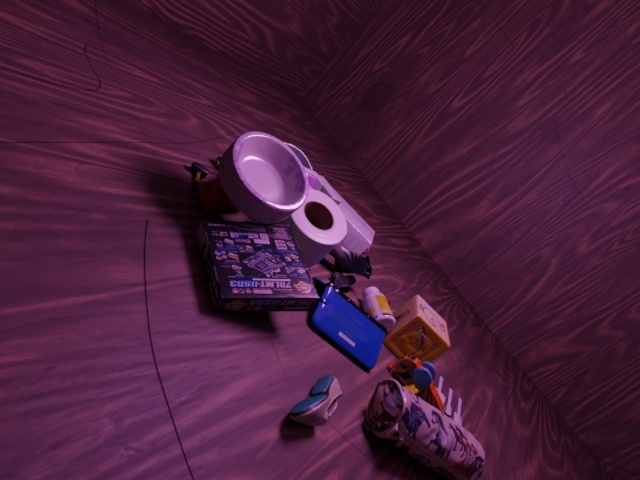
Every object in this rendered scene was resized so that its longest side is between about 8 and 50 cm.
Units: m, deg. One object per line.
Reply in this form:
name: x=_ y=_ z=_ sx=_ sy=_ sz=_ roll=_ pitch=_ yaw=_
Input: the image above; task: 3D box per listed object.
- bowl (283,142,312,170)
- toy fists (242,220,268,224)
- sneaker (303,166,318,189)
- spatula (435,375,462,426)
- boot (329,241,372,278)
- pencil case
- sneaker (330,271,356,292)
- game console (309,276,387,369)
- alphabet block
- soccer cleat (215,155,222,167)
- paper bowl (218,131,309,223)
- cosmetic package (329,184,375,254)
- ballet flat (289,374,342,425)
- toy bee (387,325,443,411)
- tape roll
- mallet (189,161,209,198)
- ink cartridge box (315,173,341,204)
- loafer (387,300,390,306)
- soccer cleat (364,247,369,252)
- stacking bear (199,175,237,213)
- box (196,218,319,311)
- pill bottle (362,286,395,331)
bowl: x=-0.186 y=-0.241 z=1.839 sx=0.289 sy=0.290 sz=0.156 roll=34 pitch=-19 yaw=-32
toy fists: x=-0.162 y=0.045 z=1.487 sx=0.142 sy=0.096 sz=0.279 roll=19 pitch=32 yaw=-53
sneaker: x=-0.133 y=-0.220 z=1.723 sx=0.282 sy=0.161 sz=0.102 roll=18 pitch=-7 yaw=-36
spatula: x=0.527 y=0.650 z=1.856 sx=0.168 sy=0.019 sz=0.242 roll=49 pitch=20 yaw=7
boot: x=0.122 y=0.054 z=1.838 sx=0.083 sy=0.161 sz=0.247 roll=-59 pitch=141 yaw=-33
pencil case: x=0.315 y=0.584 z=1.343 sx=0.410 sy=0.160 sz=0.184 roll=39 pitch=31 yaw=-20
sneaker: x=0.095 y=0.179 z=1.826 sx=0.170 sy=0.051 sz=0.089 roll=19 pitch=34 yaw=-44
game console: x=0.073 y=0.286 z=1.607 sx=0.293 sy=0.173 sz=0.250 roll=40 pitch=52 yaw=-16
alphabet block: x=0.386 y=0.373 z=1.839 sx=0.192 sy=0.193 sz=0.197 roll=43 pitch=20 yaw=-6
soccer cleat: x=-0.337 y=-0.256 z=1.760 sx=0.179 sy=0.060 sz=0.072 roll=49 pitch=7 yaw=7
paper bowl: x=-0.187 y=-0.186 z=1.429 sx=0.284 sy=0.148 sz=0.284 roll=22 pitch=51 yaw=-30
cosmetic package: x=0.071 y=-0.100 z=2.151 sx=0.385 sy=0.156 sz=0.217 roll=45 pitch=20 yaw=-3
ballet flat: x=-0.001 y=0.417 z=1.146 sx=0.086 sy=0.086 sz=0.248 roll=50 pitch=19 yaw=9
toy bee: x=0.334 y=0.479 z=1.643 sx=0.195 sy=0.162 sz=0.299 roll=32 pitch=48 yaw=-55
tape roll: x=-0.048 y=-0.047 z=1.667 sx=0.246 sy=0.169 sz=0.246 roll=20 pitch=48 yaw=-24
mallet: x=-0.408 y=-0.194 z=1.532 sx=0.062 sy=0.039 sz=0.190 roll=28 pitch=31 yaw=-35
ink cartridge box: x=-0.043 y=-0.158 z=1.935 sx=0.154 sy=0.212 sz=0.093 roll=56 pitch=21 yaw=21
loafer: x=0.258 y=0.301 z=1.927 sx=0.061 sy=0.062 sz=0.170 roll=23 pitch=18 yaw=0
soccer cleat: x=0.167 y=-0.033 z=2.333 sx=0.248 sy=0.083 sz=0.095 roll=40 pitch=25 yaw=-25
stacking bear: x=-0.292 y=-0.169 z=1.547 sx=0.164 sy=0.176 sz=0.289 roll=24 pitch=25 yaw=18
box: x=-0.182 y=0.069 z=1.297 sx=0.295 sy=0.073 sz=0.293 roll=4 pitch=45 yaw=-32
pill bottle: x=0.226 y=0.275 z=1.825 sx=0.103 sy=0.103 sz=0.184 roll=33 pitch=24 yaw=-33
